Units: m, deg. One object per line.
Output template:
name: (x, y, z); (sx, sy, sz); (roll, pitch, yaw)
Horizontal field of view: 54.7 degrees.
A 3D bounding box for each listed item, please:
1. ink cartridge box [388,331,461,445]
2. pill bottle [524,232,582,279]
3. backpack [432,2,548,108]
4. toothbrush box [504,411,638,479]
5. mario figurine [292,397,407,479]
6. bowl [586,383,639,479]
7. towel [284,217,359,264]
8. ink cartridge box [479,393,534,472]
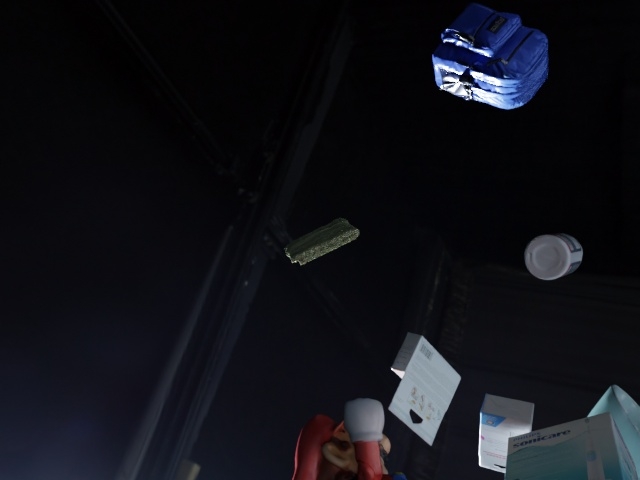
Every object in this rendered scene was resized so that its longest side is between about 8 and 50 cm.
ink cartridge box: (0.299, 0.446, 1.853); (0.275, 0.060, 0.239); (47, -116, -36)
pill bottle: (0.576, 0.036, 1.511); (0.180, 0.108, 0.108); (-4, -82, -54)
backpack: (0.204, -0.216, 0.733); (0.098, 0.120, 0.101); (-51, -29, -10)
toothbrush box: (0.462, 0.464, 1.133); (0.126, 0.216, 0.295); (62, -157, -7)
mario figurine: (0.100, 0.326, 0.816); (0.170, 0.320, 0.198); (16, -79, -48)
bowl: (0.749, 0.527, 1.508); (0.311, 0.163, 0.311); (40, -157, -21)
towel: (0.000, 0.000, 1.246); (0.110, 0.148, 0.027); (-134, 21, -69)
ink cartridge box: (0.409, 0.432, 1.370); (0.061, 0.104, 0.181); (-54, -35, -49)
